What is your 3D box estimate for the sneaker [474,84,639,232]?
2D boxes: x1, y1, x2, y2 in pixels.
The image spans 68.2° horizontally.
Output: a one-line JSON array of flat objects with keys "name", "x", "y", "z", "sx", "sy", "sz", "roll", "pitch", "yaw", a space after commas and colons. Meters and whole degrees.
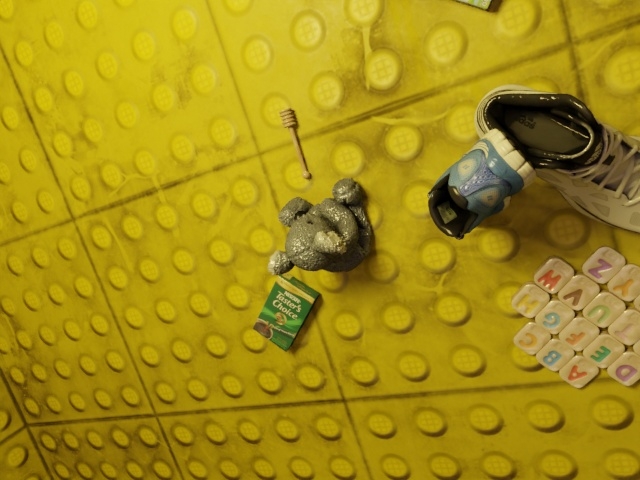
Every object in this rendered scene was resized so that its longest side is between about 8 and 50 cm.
[{"name": "sneaker", "x": 0.448, "y": -0.109, "z": 0.763, "sx": 0.448, "sy": 0.257, "sz": 0.169, "roll": 30, "pitch": 115, "yaw": 11}]

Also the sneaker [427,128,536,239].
[{"name": "sneaker", "x": 0.247, "y": -0.081, "z": 0.822, "sx": 0.147, "sy": 0.330, "sz": 0.129, "roll": -36, "pitch": 78, "yaw": 5}]

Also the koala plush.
[{"name": "koala plush", "x": 0.000, "y": 0.000, "z": 0.999, "sx": 0.197, "sy": 0.221, "sz": 0.203, "roll": -20, "pitch": 98, "yaw": 26}]

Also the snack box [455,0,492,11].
[{"name": "snack box", "x": 0.255, "y": -0.485, "z": 0.847, "sx": 0.141, "sy": 0.037, "sz": 0.100, "roll": 26, "pitch": 115, "yaw": 13}]

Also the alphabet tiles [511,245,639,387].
[{"name": "alphabet tiles", "x": 0.540, "y": 0.160, "z": 0.944, "sx": 0.284, "sy": 0.021, "sz": 0.277, "roll": 36, "pitch": 116, "yaw": 8}]

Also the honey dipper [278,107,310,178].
[{"name": "honey dipper", "x": -0.055, "y": -0.216, "z": 1.064, "sx": 0.031, "sy": 0.030, "sz": 0.160, "roll": -11, "pitch": 106, "yaw": 25}]

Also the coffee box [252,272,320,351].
[{"name": "coffee box", "x": -0.089, "y": 0.179, "z": 1.191, "sx": 0.113, "sy": 0.040, "sz": 0.184, "roll": 33, "pitch": 116, "yaw": 10}]
